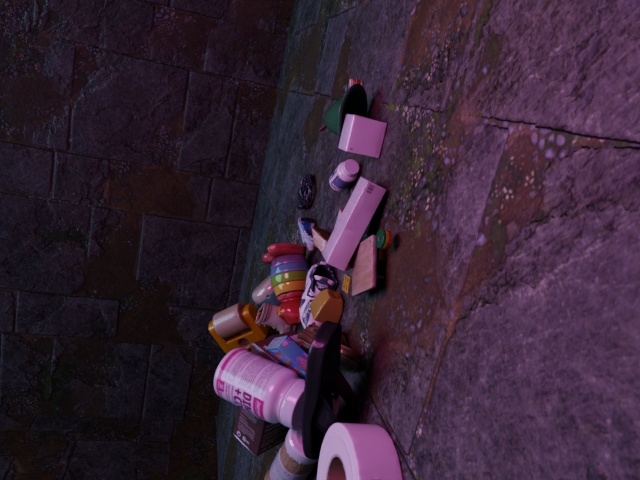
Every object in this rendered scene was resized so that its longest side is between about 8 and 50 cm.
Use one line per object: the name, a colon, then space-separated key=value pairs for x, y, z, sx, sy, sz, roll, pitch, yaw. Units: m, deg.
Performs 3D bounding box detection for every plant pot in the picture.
plant pot: x=0.026 y=0.195 z=1.491 sx=0.083 sy=0.082 sz=0.081 roll=-61 pitch=22 yaw=21

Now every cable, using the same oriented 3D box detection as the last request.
cable: x=-0.056 y=-0.204 z=2.054 sx=0.184 sy=0.047 sz=0.150 roll=162 pitch=120 yaw=-75

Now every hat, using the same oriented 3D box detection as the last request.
hat: x=0.024 y=-0.380 z=1.490 sx=0.173 sy=0.184 sz=0.208 roll=-44 pitch=-37 yaw=-41

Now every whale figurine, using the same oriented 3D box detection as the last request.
whale figurine: x=-0.190 y=0.215 z=2.164 sx=0.216 sy=0.141 sz=0.272 roll=-41 pitch=5 yaw=10

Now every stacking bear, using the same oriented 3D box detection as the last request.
stacking bear: x=-0.110 y=0.172 z=1.832 sx=0.175 sy=0.164 sz=0.288 roll=131 pitch=133 yaw=-63

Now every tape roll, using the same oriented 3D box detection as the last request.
tape roll: x=0.078 y=0.549 z=1.082 sx=0.286 sy=0.100 sz=0.286 roll=-171 pitch=90 yaw=-75

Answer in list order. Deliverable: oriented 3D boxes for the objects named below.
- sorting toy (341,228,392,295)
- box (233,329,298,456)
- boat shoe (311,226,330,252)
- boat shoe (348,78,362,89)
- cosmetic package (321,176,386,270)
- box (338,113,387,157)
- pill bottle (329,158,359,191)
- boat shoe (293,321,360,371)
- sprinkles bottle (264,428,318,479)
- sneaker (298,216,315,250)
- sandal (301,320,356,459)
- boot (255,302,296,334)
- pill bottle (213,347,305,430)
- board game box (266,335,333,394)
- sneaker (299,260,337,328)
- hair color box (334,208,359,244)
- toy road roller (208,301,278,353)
sorting toy: x=0.123 y=0.070 z=1.264 sx=0.274 sy=0.046 sz=0.132 roll=139 pitch=136 yaw=-66
box: x=-0.156 y=0.517 z=1.694 sx=0.143 sy=0.191 sz=0.381 roll=27 pitch=113 yaw=37
boat shoe: x=0.000 y=0.000 z=1.700 sx=0.170 sy=0.063 sz=0.059 roll=-124 pitch=51 yaw=-66
boat shoe: x=0.097 y=-0.474 z=1.639 sx=0.137 sy=0.043 sz=0.049 roll=114 pitch=156 yaw=-47
cosmetic package: x=0.086 y=-0.046 z=1.314 sx=0.239 sy=0.060 sz=0.099 roll=-63 pitch=14 yaw=10
box: x=0.116 y=-0.290 z=1.373 sx=0.087 sy=0.102 sz=0.101 roll=-126 pitch=47 yaw=-71
pill bottle: x=0.076 y=-0.203 z=1.530 sx=0.120 sy=0.067 sz=0.067 roll=136 pitch=140 yaw=-65
boat shoe: x=0.019 y=0.284 z=1.392 sx=0.104 sy=0.111 sz=0.307 roll=-54 pitch=25 yaw=-19
sprinkles bottle: x=-0.082 y=0.685 z=1.529 sx=0.121 sy=0.121 sz=0.355 roll=-98 pitch=23 yaw=-45
sneaker: x=-0.051 y=-0.025 z=1.888 sx=0.190 sy=0.071 sz=0.082 roll=-109 pitch=26 yaw=-59
sandal: x=0.027 y=0.400 z=1.218 sx=0.167 sy=0.107 sz=0.445 roll=-53 pitch=-29 yaw=-50
boot: x=-0.178 y=0.333 z=1.960 sx=0.077 sy=0.165 sz=0.213 roll=-102 pitch=27 yaw=-52
pill bottle: x=-0.160 y=0.437 z=1.459 sx=0.283 sy=0.160 sz=0.160 roll=15 pitch=99 yaw=30
board game box: x=-0.055 y=0.369 z=1.462 sx=0.047 sy=0.210 sz=0.160 roll=-48 pitch=4 yaw=-21
sneaker: x=-0.006 y=0.173 z=1.573 sx=0.153 sy=0.094 sz=0.234 roll=114 pitch=170 yaw=-67
hair color box: x=0.081 y=-0.031 z=1.468 sx=0.141 sy=0.043 sz=0.072 roll=-108 pitch=30 yaw=-59
toy road roller: x=-0.305 y=0.385 z=2.148 sx=0.329 sy=0.203 sz=0.240 roll=58 pitch=-163 yaw=-22
